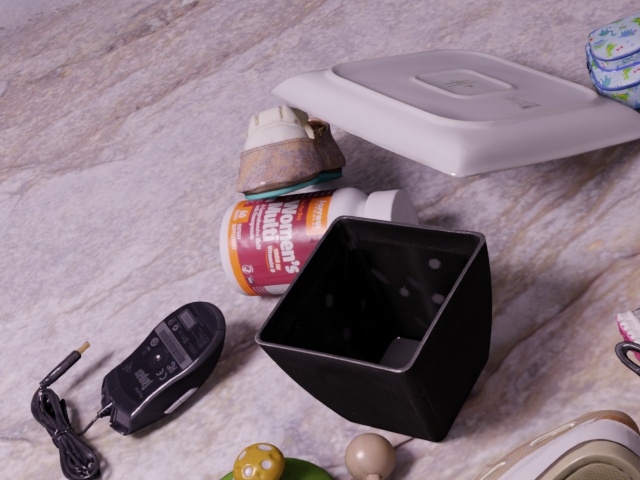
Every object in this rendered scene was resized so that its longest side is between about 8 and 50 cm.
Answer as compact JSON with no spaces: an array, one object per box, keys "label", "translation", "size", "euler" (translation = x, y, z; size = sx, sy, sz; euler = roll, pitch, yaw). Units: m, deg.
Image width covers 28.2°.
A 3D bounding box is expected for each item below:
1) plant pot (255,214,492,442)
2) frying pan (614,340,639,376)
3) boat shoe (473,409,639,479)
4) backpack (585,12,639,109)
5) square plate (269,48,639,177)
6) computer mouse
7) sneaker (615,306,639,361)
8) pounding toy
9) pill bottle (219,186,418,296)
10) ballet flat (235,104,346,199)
[{"label":"plant pot","translation":[0.079,0.104,1.340],"size":[0.188,0.167,0.187],"euler":[7,50,36]},{"label":"frying pan","translation":[0.418,0.159,1.112],"size":[0.197,0.053,0.326],"euler":[-35,56,9]},{"label":"boat shoe","translation":[0.169,0.258,1.121],"size":[0.302,0.113,0.103],"euler":[-40,8,27]},{"label":"backpack","translation":[0.387,-0.223,1.600],"size":[0.105,0.084,0.114],"euler":[-19,43,17]},{"label":"square plate","translation":[0.175,-0.172,1.559],"size":[0.347,0.049,0.344],"euler":[-14,29,-36]},{"label":"computer mouse","translation":[-0.227,0.163,1.535],"size":[0.262,0.060,0.184],"euler":[-46,45,-5]},{"label":"sneaker","translation":[0.359,0.110,1.257],"size":[0.075,0.063,0.170],"euler":[-33,34,2]},{"label":"pounding toy","translation":[-0.047,0.265,1.275],"size":[0.237,0.110,0.183],"euler":[-15,40,15]},{"label":"pill bottle","translation":[0.000,0.000,1.536],"size":[0.221,0.121,0.121],"euler":[-7,43,24]},{"label":"ballet flat","translation":[-0.044,-0.112,1.575],"size":[0.108,0.106,0.316],"euler":[-13,4,11]}]
